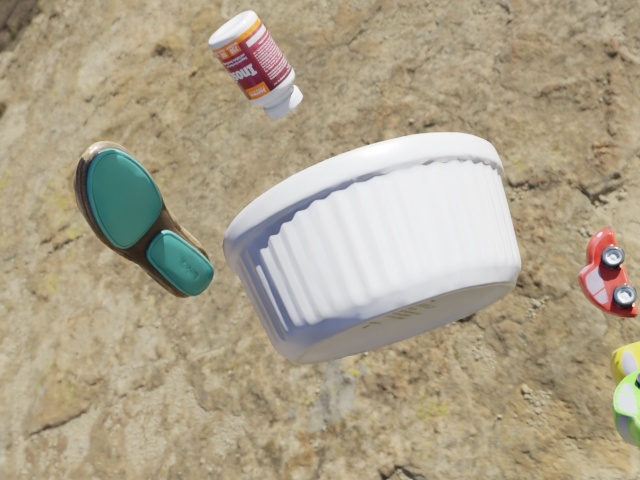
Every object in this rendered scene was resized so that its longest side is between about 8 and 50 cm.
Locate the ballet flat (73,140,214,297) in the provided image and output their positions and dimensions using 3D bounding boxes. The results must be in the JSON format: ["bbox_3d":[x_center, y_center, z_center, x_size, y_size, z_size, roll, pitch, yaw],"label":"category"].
[{"bbox_3d":[-0.278,-0.031,0.944,0.124,0.342,0.116,27,72,33],"label":"ballet flat"}]

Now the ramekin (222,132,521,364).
[{"bbox_3d":[0.055,0.023,0.589,0.273,0.273,0.127,-28,70,30],"label":"ramekin"}]

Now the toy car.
[{"bbox_3d":[0.315,0.131,0.640,0.053,0.239,0.225,-18,27,26],"label":"toy car"}]

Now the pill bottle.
[{"bbox_3d":[-0.094,-0.264,0.967,0.086,0.152,0.086,-28,31,18],"label":"pill bottle"}]
